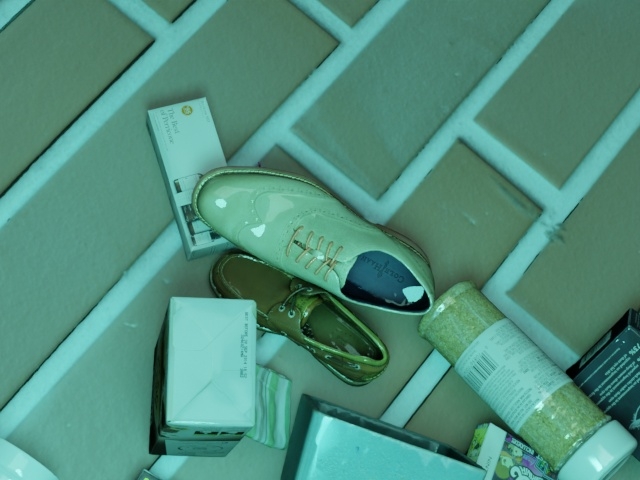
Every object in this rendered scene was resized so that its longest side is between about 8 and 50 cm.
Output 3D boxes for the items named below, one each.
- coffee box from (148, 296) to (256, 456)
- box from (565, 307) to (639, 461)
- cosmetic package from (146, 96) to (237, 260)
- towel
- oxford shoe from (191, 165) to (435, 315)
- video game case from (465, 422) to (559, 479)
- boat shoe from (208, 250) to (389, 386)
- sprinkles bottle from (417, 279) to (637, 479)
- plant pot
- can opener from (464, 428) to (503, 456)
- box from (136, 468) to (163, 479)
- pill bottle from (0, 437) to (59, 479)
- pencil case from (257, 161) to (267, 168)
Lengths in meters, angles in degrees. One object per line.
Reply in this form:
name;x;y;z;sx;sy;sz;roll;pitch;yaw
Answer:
coffee box;-0.167;0.197;1.712;0.118;0.297;0.168;3;71;-11
box;0.499;0.234;1.899;0.207;0.108;0.153;43;110;3
cosmetic package;-0.192;-0.097;1.928;0.098;0.060;0.239;-15;76;-16
towel;-0.077;0.240;1.800;0.023;0.152;0.113;-7;71;18
oxford shoe;0.000;0.000;1.832;0.397;0.146;0.140;20;103;-12
video game case;0.297;0.415;1.835;0.232;0.042;0.210;32;65;-17
boat shoe;-0.026;0.103;1.873;0.307;0.104;0.111;30;70;0
sprinkles bottle;0.304;0.217;1.849;0.121;0.121;0.355;-36;67;-19
plant pot;0.054;0.382;1.738;0.247;0.247;0.252;20;87;-4
can opener;0.223;0.362;1.872;0.059;0.073;0.186;9;64;35
box;-0.226;0.491;1.734;0.216;0.060;0.270;30;69;0
pill bottle;-0.477;0.401;1.663;0.153;0.153;0.265;33;70;1
pencil case;-0.052;-0.054;1.940;0.151;0.064;0.070;32;85;0
